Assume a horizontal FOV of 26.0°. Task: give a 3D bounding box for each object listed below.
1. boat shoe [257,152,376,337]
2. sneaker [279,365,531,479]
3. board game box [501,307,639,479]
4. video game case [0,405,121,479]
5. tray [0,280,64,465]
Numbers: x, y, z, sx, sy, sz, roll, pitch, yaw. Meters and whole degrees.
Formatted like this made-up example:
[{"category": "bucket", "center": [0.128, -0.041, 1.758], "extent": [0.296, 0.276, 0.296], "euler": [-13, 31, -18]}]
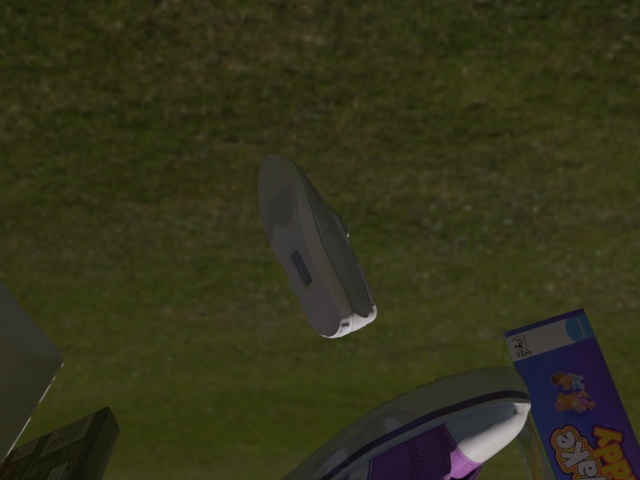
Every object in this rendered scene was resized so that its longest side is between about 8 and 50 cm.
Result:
[{"category": "boat shoe", "center": [0.000, 0.000, 1.302], "extent": [0.063, 0.184, 0.066], "euler": [-13, 158, -40]}, {"category": "sneaker", "center": [0.038, 0.206, 0.857], "extent": [0.282, 0.161, 0.102], "euler": [-38, 153, 15]}, {"category": "board game box", "center": [0.255, 0.266, 1.224], "extent": [0.078, 0.347, 0.233], "euler": [-17, 150, 1]}, {"category": "video game case", "center": [-0.314, 0.248, 1.283], "extent": [0.248, 0.035, 0.275], "euler": [-24, -173, 0]}, {"category": "tray", "center": [-0.284, 0.092, 1.095], "extent": [0.030, 0.145, 0.270], "euler": [-35, -169, 10]}]
